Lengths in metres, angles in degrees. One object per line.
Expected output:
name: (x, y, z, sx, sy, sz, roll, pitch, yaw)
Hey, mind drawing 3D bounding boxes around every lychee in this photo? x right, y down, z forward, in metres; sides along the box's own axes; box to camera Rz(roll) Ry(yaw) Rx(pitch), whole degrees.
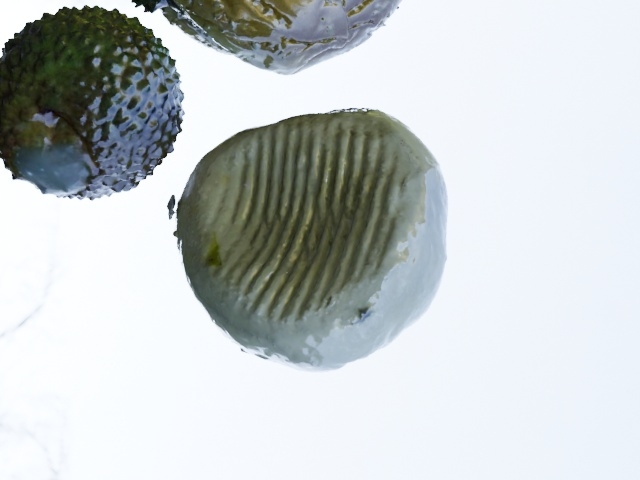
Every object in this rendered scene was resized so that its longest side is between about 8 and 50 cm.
lychee: (-0.180, -0.114, 1.227, 0.171, 0.171, 0.171, -30, -152, 17)

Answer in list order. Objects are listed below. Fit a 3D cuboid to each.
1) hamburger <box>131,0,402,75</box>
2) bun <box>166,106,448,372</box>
hamburger: (-0.033, -0.280, 1.598, 0.309, 0.211, 0.132, -30, -173, -25)
bun: (0.000, 0.000, 1.355, 0.259, 0.160, 0.259, -10, -121, 16)
